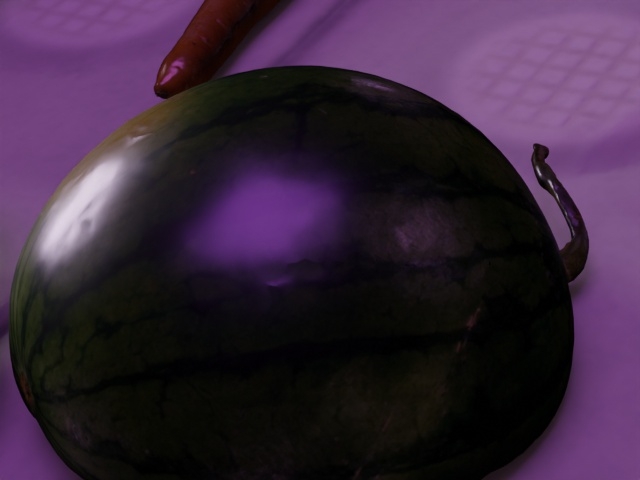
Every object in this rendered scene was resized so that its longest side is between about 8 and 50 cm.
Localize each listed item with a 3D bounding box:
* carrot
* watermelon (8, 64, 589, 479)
[{"bbox_3d":[-0.036,-0.125,0.951,0.037,0.037,0.190,12,46,28],"label":"carrot"},{"bbox_3d":[-0.007,0.003,0.694,0.232,0.127,0.204,-9,37,-2],"label":"watermelon"}]
